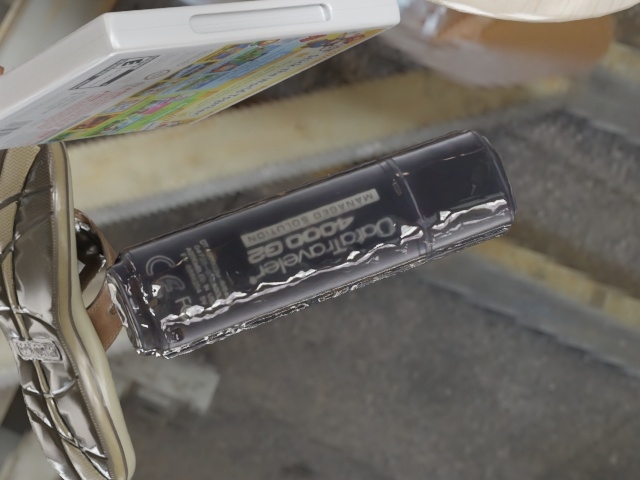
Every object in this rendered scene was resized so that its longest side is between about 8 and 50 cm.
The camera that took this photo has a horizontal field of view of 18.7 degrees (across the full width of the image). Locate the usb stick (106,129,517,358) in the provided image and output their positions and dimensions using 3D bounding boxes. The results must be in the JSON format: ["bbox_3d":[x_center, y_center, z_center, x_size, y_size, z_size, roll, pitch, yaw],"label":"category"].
[{"bbox_3d":[0.000,0.000,1.238,0.077,0.278,0.045,67,157,6],"label":"usb stick"}]

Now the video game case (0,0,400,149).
[{"bbox_3d":[-0.099,-0.098,1.153,0.206,0.026,0.227,-11,174,-39],"label":"video game case"}]

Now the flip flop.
[{"bbox_3d":[-0.176,0.049,1.400,0.112,0.080,0.277,5,114,49],"label":"flip flop"}]

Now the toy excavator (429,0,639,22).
[{"bbox_3d":[-0.114,-0.260,0.566,0.445,0.433,0.222,5,135,-17],"label":"toy excavator"}]

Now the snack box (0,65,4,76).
[{"bbox_3d":[-0.335,-0.090,1.723,0.064,0.178,0.022,27,151,-27],"label":"snack box"}]
